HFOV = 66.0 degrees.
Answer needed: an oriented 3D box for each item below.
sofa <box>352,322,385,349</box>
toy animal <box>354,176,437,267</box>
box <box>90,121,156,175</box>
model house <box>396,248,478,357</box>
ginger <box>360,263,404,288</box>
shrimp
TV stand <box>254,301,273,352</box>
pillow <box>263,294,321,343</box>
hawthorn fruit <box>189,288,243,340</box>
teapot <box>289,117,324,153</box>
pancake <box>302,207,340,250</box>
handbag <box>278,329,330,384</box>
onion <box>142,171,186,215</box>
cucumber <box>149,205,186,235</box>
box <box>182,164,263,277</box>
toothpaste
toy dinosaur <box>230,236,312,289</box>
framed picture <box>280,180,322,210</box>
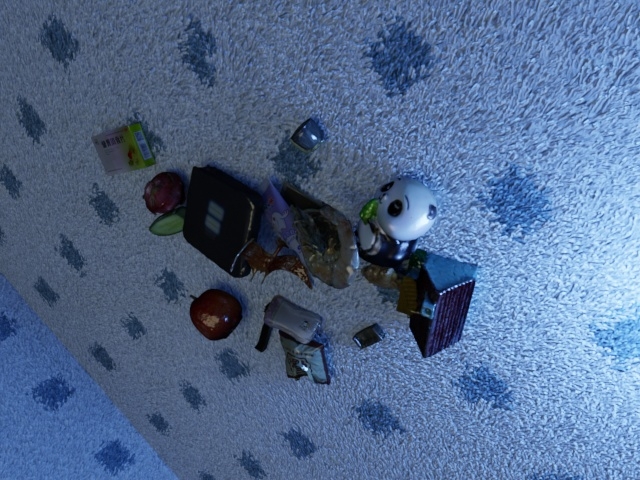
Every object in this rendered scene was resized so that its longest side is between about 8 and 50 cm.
[{"bbox_3d":[0.178,0.354,1.819,0.118,0.039,0.060,-35,93,39],"label":"sofa"},{"bbox_3d":[0.215,-0.058,1.459,0.213,0.212,0.266,31,128,14],"label":"toy animal"},{"bbox_3d":[-0.809,-0.369,2.019,0.261,0.062,0.175,-4,113,34],"label":"box"},{"bbox_3d":[0.329,0.211,1.512,0.230,0.249,0.280,17,123,24],"label":"model house"},{"bbox_3d":[0.194,0.113,1.589,0.138,0.213,0.074,6,85,19],"label":"ginger"},{"bbox_3d":[0.009,-0.009,1.556,0.360,0.085,0.246,54,132,31],"label":"shrimp"},{"bbox_3d":[-0.231,0.371,2.079,0.049,0.040,0.256,30,127,15],"label":"TV stand"},{"bbox_3d":[-0.114,0.311,1.939,0.233,0.130,0.038,24,169,22],"label":"pillow"},{"bbox_3d":[-0.451,0.299,2.084,0.250,0.215,0.215,38,129,15],"label":"hawthorn fruit"},{"bbox_3d":[-0.038,-0.328,1.566,0.092,0.124,0.091,-46,106,0],"label":"teapot"},{"bbox_3d":[0.000,0.000,1.719,0.250,0.031,0.249,15,120,27],"label":"pancake"},{"bbox_3d":[-0.064,0.476,1.979,0.213,0.127,0.234,7,121,26],"label":"handbag"},{"bbox_3d":[-0.604,-0.180,1.951,0.184,0.183,0.147,-11,150,36],"label":"onion"},{"bbox_3d":[-0.632,-0.079,2.061,0.244,0.063,0.115,-17,141,35],"label":"cucumber"},{"bbox_3d":[-0.368,-0.073,1.834,0.359,0.091,0.350,32,121,30],"label":"box"},{"bbox_3d":[-0.106,-0.044,1.713,0.371,0.080,0.125,54,132,11],"label":"toothpaste"},{"bbox_3d":[-0.167,0.101,1.766,0.207,0.112,0.327,-33,135,4],"label":"toy dinosaur"},{"bbox_3d":[-0.050,-0.073,1.742,0.252,0.014,0.197,32,128,13],"label":"framed picture"}]
